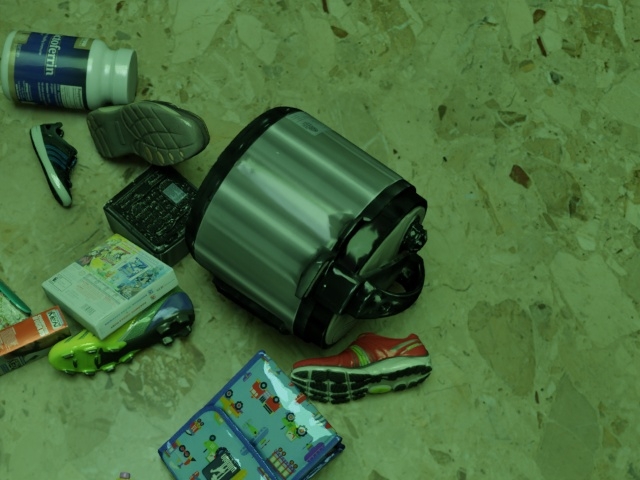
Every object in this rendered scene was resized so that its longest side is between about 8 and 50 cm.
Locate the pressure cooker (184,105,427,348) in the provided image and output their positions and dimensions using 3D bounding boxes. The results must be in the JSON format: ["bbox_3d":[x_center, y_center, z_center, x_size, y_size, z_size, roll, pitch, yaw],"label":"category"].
[{"bbox_3d":[0.002,-0.005,1.831,0.420,0.376,0.370,35,62,13],"label":"pressure cooker"}]

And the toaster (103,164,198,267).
[{"bbox_3d":[-0.315,-0.047,1.969,0.185,0.110,0.168,39,67,14],"label":"toaster"}]

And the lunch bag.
[{"bbox_3d":[-0.136,0.386,1.774,0.293,0.138,0.221,-42,73,-9],"label":"lunch bag"}]

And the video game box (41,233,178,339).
[{"bbox_3d":[-0.405,0.084,1.873,0.187,0.048,0.205,-39,43,-24],"label":"video game box"}]

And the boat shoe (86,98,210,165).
[{"bbox_3d":[-0.334,-0.237,1.977,0.355,0.132,0.130,12,33,43],"label":"boat shoe"}]

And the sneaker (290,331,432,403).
[{"bbox_3d":[0.073,0.236,1.885,0.278,0.107,0.118,-4,48,-13],"label":"sneaker"}]

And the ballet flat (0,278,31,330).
[{"bbox_3d":[-0.656,0.090,1.886,0.077,0.091,0.241,-47,70,2],"label":"ballet flat"}]

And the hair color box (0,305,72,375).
[{"bbox_3d":[-0.556,0.192,1.833,0.167,0.093,0.053,-26,69,-17],"label":"hair color box"}]

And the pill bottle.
[{"bbox_3d":[-0.533,-0.360,2.084,0.264,0.153,0.153,6,63,-3],"label":"pill bottle"}]

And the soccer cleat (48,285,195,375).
[{"bbox_3d":[-0.384,0.168,1.871,0.289,0.093,0.121,-20,55,-16],"label":"soccer cleat"}]

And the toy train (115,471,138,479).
[{"bbox_3d":[-0.347,0.487,1.732,0.166,0.046,0.125,29,65,13],"label":"toy train"}]

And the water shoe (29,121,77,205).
[{"bbox_3d":[-0.541,-0.167,2.030,0.080,0.073,0.203,-20,67,-18],"label":"water shoe"}]
